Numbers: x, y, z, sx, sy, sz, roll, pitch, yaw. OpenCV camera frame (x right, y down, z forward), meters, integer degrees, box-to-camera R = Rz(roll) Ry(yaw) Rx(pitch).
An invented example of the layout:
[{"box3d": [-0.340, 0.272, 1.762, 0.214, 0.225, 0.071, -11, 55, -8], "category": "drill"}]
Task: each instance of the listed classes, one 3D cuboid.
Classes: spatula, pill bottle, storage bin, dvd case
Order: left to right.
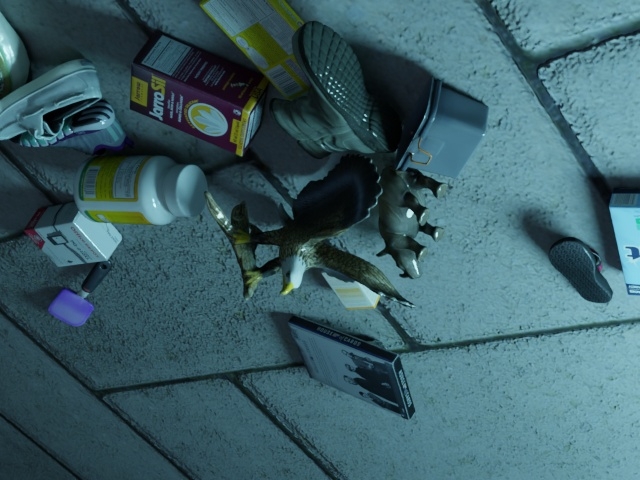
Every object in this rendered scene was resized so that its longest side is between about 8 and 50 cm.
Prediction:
[{"box3d": [-0.491, 0.105, 2.101, 0.084, 0.030, 0.296, 34, 142, -12], "category": "spatula"}, {"box3d": [-0.298, -0.085, 1.681, 0.209, 0.117, 0.117, 2, 137, 29], "category": "pill bottle"}, {"box3d": [0.058, 0.238, 1.894, 0.239, 0.029, 0.179, 19, 145, 33], "category": "dvd case"}, {"box3d": [0.166, -0.141, 1.364, 0.091, 0.098, 0.135, 17, 144, -6], "category": "storage bin"}]

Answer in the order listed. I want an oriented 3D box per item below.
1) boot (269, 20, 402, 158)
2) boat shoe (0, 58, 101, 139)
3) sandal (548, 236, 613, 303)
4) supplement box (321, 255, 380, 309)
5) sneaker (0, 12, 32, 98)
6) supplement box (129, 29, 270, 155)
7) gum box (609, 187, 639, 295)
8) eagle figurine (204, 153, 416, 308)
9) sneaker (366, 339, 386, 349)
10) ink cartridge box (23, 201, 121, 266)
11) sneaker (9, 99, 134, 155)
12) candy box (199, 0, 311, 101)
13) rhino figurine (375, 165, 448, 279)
[{"box3d": [-0.011, -0.188, 1.371, 0.161, 0.083, 0.246, -2, 146, 36], "category": "boot"}, {"box3d": [-0.440, -0.203, 1.593, 0.228, 0.079, 0.081, -26, 82, 24], "category": "boat shoe"}, {"box3d": [0.389, 0.037, 1.493, 0.067, 0.040, 0.179, 4, 153, 35], "category": "sandal"}, {"box3d": [0.053, 0.073, 1.731, 0.062, 0.036, 0.098, -4, 134, 35], "category": "supplement box"}, {"box3d": [-0.584, -0.338, 1.488, 0.158, 0.182, 0.410, 3, 137, 29], "category": "sneaker"}, {"box3d": [-0.179, -0.216, 1.480, 0.188, 0.080, 0.104, 23, 144, 5], "category": "supplement box"}, {"box3d": [0.491, 0.007, 1.384, 0.157, 0.041, 0.184, 2, 138, 29], "category": "gum box"}, {"box3d": [-0.001, 0.009, 1.540, 0.298, 0.225, 0.226, -10, 154, 23], "category": "eagle figurine"}, {"box3d": [0.113, 0.224, 1.885, 0.044, 0.040, 0.109, -1, 131, 47], "category": "sneaker"}, {"box3d": [-0.471, -0.012, 1.917, 0.151, 0.063, 0.109, -7, 132, 37], "category": "ink cartridge box"}, {"box3d": [-0.421, -0.169, 1.685, 0.224, 0.083, 0.098, -2, 140, 32], "category": "sneaker"}, {"box3d": [-0.062, -0.275, 1.383, 0.105, 0.027, 0.206, -20, 124, 41], "category": "candy box"}, {"box3d": [0.130, -0.021, 1.534, 0.106, 0.073, 0.243, 36, 150, 27], "category": "rhino figurine"}]
